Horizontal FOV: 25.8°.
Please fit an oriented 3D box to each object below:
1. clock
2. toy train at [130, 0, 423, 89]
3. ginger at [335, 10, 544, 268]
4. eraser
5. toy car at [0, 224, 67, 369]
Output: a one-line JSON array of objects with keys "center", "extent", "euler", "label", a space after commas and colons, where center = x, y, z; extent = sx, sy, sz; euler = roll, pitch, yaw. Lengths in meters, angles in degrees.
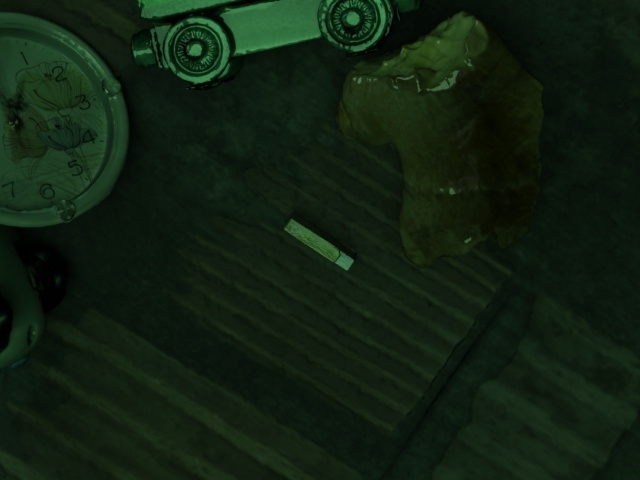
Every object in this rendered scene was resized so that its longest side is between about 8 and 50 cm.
[{"center": [-0.315, -0.120, 1.448], "extent": [0.236, 0.053, 0.237], "euler": [8, 69, -23], "label": "clock"}, {"center": [-0.054, -0.266, 1.404], "extent": [0.300, 0.120, 0.202], "euler": [-12, 101, 8], "label": "toy train"}, {"center": [0.125, -0.100, 1.412], "extent": [0.221, 0.130, 0.276], "euler": [4, 115, -9], "label": "ginger"}, {"center": [0.000, 0.000, 1.514], "extent": [0.083, 0.038, 0.019], "euler": [34, 103, -5], "label": "eraser"}, {"center": [-0.405, 0.033, 1.482], "extent": [0.190, 0.188, 0.255], "euler": [-23, 101, 23], "label": "toy car"}]
